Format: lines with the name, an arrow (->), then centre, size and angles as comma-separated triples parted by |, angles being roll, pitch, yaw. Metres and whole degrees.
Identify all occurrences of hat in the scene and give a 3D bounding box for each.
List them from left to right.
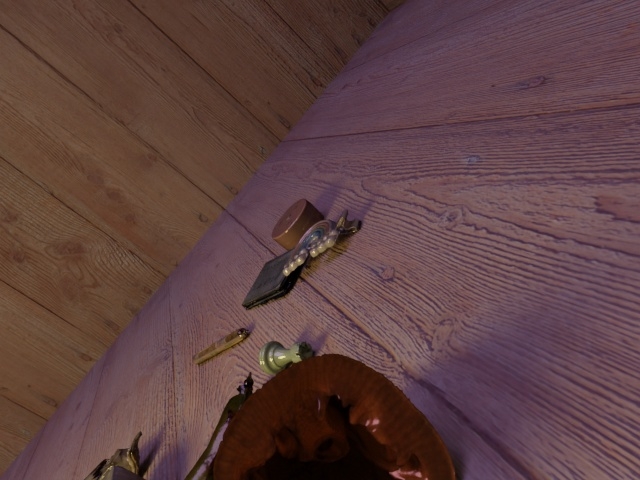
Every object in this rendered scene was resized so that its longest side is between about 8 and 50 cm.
hat -> -0.012, 0.275, 0.584 | 0.244, 0.234, 0.233 | -14, -19, -23

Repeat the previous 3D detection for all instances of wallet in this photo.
wallet -> -0.125, 0.098, 1.345 | 0.222, 0.036, 0.167 | -25, 31, 49

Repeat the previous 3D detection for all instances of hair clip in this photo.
hair clip -> 0.000, 0.000, 1.217 | 0.220, 0.054, 0.140 | -33, 27, 32

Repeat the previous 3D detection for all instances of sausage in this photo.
sausage -> -0.274, 0.288, 1.322 | 0.269, 0.033, 0.033 | -33, 25, 37

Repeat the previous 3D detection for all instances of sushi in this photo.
sushi -> -0.513, 0.601, 1.187 | 0.273, 0.109, 0.134 | -43, 11, -26

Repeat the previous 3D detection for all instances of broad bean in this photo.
broad bean -> -0.194, 0.401, 0.904 | 0.077, 0.061, 0.339 | -32, 24, 56

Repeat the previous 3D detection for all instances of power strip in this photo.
power strip -> -0.069, -0.042, 1.419 | 0.154, 0.078, 0.154 | -41, 22, 21

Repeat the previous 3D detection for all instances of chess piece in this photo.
chess piece -> -0.065, 0.225, 0.959 | 0.103, 0.067, 0.067 | -20, 34, 39

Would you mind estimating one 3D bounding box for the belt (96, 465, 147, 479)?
belt -> -0.426, 0.568, 0.945 | 0.184, 0.164, 0.289 | -50, 16, 14
